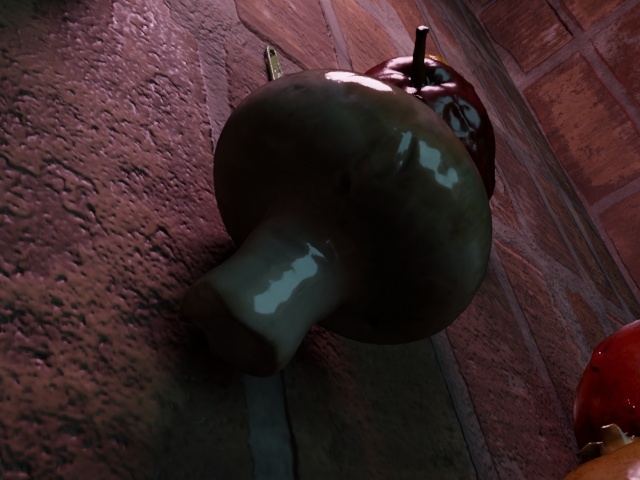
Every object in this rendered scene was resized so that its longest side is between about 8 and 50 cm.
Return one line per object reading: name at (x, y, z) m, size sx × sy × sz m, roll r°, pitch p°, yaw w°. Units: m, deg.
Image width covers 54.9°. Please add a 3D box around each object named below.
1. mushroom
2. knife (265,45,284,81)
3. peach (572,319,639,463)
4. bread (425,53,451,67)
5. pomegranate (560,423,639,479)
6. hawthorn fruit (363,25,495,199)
mushroom at (0.000, 0.000, 0.478) m, size 0.243 × 0.243 × 0.244 m, roll 38°, pitch 32°, yaw -29°
knife at (-0.049, -0.186, 0.793) m, size 0.030 × 0.014 × 0.207 m, roll 25°, pitch 40°, yaw -41°
peach at (0.556, 0.277, 0.820) m, size 0.353 × 0.416 × 0.339 m, roll -32°, pitch 103°, yaw -25°
bread at (0.208, -0.204, 1.077) m, size 0.240 × 0.139 × 0.240 m, roll 38°, pitch 33°, yaw -30°
pomegranate at (0.345, 0.322, 0.573) m, size 0.319 × 0.319 × 0.319 m, roll 38°, pitch 32°, yaw -29°
hawthorn fruit at (0.104, -0.124, 0.732) m, size 0.266 × 0.210 × 0.230 m, roll 78°, pitch 21°, yaw -48°
